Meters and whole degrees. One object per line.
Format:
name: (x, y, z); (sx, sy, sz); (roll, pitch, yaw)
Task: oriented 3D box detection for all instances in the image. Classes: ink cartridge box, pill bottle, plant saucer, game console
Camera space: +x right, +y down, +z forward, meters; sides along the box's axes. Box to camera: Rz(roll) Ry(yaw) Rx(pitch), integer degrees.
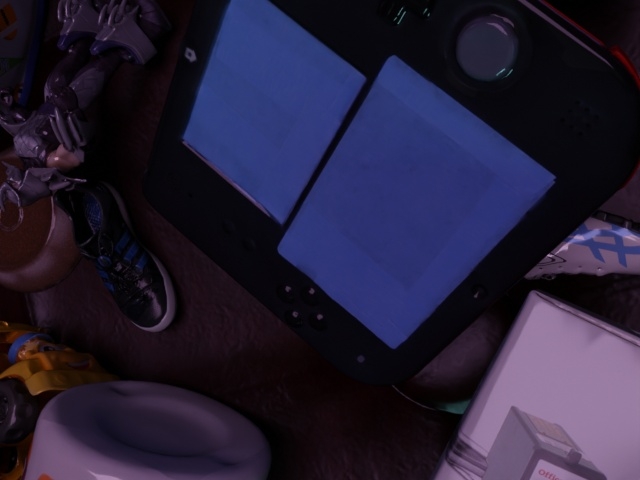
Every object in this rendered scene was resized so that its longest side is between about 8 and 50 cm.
ink cartridge box: (0.160, 0.188, 0.484); (0.122, 0.211, 0.289); (28, 96, 20)
pill bottle: (-0.202, 0.359, 0.592); (0.224, 0.224, 0.391); (18, 94, 19)
plant saucer: (-0.382, -0.031, 0.770); (0.199, 0.036, 0.198); (-1, 88, 19)
game console: (0.014, -0.066, 0.504); (0.342, 0.060, 0.386); (37, 132, 4)

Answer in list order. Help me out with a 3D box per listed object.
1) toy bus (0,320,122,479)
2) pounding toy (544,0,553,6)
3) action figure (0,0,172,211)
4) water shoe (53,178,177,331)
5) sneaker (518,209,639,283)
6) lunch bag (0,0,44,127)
toy bus: (-0.365, 0.171, 0.712); (0.220, 0.149, 0.211); (-41, 60, 11)
pounding toy: (0.128, -0.170, 0.561); (0.183, 0.110, 0.236); (-10, 84, 19)
action figure: (-0.288, -0.160, 0.682); (0.185, 0.099, 0.284); (15, 76, 33)
water shoe: (-0.242, 0.020, 0.695); (0.073, 0.080, 0.203); (-37, 77, 14)
sneaker: (0.199, 0.008, 0.546); (0.237, 0.085, 0.086); (8, 96, 21)
lunch bag: (-0.529, -0.199, 0.673); (0.385, 0.328, 0.239); (-45, 81, 11)
